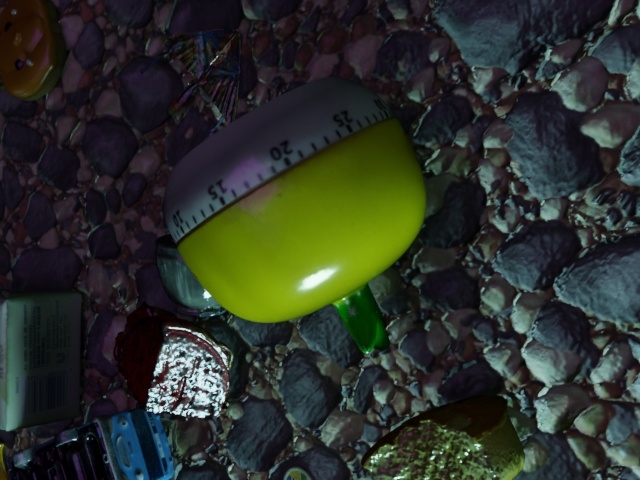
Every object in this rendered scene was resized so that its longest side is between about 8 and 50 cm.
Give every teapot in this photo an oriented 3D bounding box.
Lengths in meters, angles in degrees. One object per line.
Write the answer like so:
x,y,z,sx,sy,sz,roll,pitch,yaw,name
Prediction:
-0.168,0.042,0.909,0.149,0.111,0.108,7,102,28,teapot

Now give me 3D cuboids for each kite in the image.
-0.158,-0.225,0.964,0.160,0.010,0.183,-44,72,19,kite

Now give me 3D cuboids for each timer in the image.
0.000,0.000,0.733,0.285,0.285,0.285,-1,89,31,timer

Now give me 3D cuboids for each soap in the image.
-0.468,0.171,1.069,0.182,0.138,0.200,0,90,32,soap

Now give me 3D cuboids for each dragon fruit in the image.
-0.191,0.145,0.930,0.161,0.127,0.121,29,100,50,dragon fruit

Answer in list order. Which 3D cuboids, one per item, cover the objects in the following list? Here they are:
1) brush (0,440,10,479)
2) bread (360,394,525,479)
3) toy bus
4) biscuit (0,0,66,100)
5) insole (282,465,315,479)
-0.497,0.410,1.155,0.272,0.013,0.103,33,106,27,brush
0.129,0.207,0.719,0.156,0.125,0.086,-28,84,30,bread
-0.312,0.308,0.975,0.234,0.133,0.116,-28,75,33,toy bus
-0.479,-0.305,1.136,0.170,0.050,0.170,-1,88,32,biscuit
-0.020,0.374,0.871,0.065,0.006,0.194,-5,86,31,insole
